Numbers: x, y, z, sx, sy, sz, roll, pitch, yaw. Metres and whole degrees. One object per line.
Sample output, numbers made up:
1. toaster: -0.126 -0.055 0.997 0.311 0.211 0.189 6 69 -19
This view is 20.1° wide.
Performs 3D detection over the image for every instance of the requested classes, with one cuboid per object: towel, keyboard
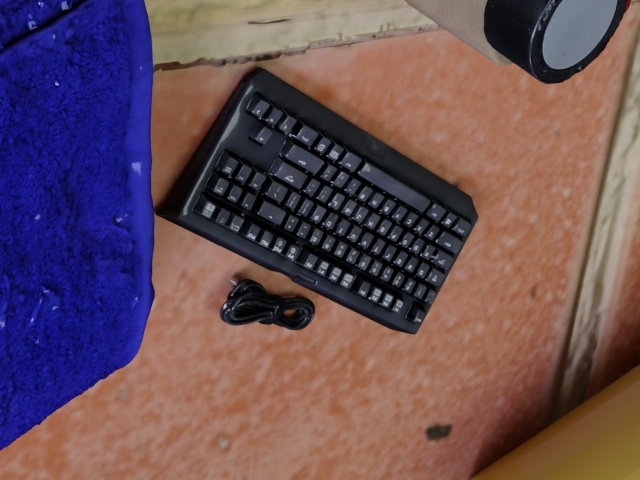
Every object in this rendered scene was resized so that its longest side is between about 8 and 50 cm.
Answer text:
1. towel: -0.175 0.023 0.609 0.308 0.076 0.227 -34 135 -40
2. keyboard: 0.000 0.000 0.838 0.180 0.023 0.108 28 96 -46

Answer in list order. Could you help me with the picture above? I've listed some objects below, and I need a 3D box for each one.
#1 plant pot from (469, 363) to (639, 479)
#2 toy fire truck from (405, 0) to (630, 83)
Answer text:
1. plant pot: 0.218 0.164 0.988 0.239 0.254 0.254 -20 129 -13
2. toy fire truck: 0.154 -0.197 0.734 0.246 0.158 0.217 -29 141 -30
